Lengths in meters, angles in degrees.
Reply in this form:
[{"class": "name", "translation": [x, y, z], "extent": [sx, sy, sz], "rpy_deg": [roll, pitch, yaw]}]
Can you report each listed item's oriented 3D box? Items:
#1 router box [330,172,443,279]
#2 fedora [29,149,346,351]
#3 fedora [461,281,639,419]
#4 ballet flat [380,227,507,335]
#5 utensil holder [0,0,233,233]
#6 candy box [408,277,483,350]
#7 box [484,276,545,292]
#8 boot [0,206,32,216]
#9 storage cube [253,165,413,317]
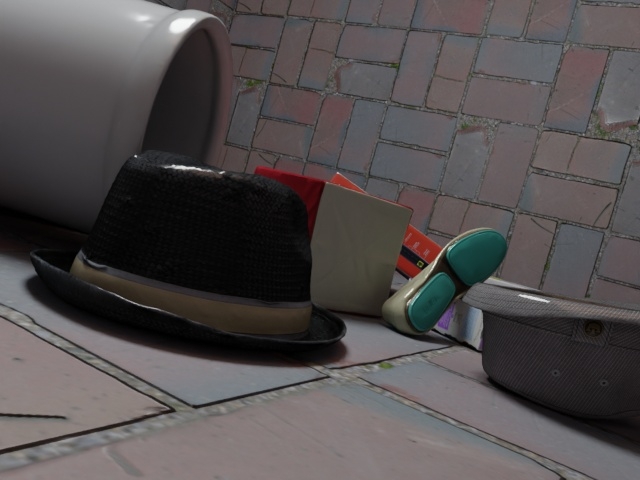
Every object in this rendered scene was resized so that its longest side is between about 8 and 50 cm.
[{"class": "router box", "translation": [0.161, 0.012, 1.280], "extent": [0.301, 0.082, 0.335], "rpy_deg": [38, 1, 17]}, {"class": "fedora", "translation": [-0.108, 0.000, 0.618], "extent": [0.333, 0.153, 0.334], "rpy_deg": [16, 3, -1]}, {"class": "fedora", "translation": [0.296, 0.125, 0.675], "extent": [0.275, 0.125, 0.244], "rpy_deg": [7, 0, 3]}, {"class": "ballet flat", "translation": [0.187, 0.059, 0.917], "extent": [0.248, 0.086, 0.086], "rpy_deg": [-33, 32, -30]}, {"class": "utensil holder", "translation": [-0.354, -0.183, 0.806], "extent": [0.385, 0.328, 0.327], "rpy_deg": [16, 2, 4]}, {"class": "candy box", "translation": [0.258, 0.130, 0.995], "extent": [0.164, 0.070, 0.196], "rpy_deg": [15, 2, -31]}, {"class": "box", "translation": [0.405, 0.144, 1.207], "extent": [0.203, 0.103, 0.114], "rpy_deg": [17, 3, 21]}, {"class": "boot", "translation": [-0.456, -0.081, 1.029], "extent": [0.269, 0.089, 0.236], "rpy_deg": [14, 2, -11]}, {"class": "storage cube", "translation": [0.000, 0.000, 0.945], "extent": [0.214, 0.184, 0.193], "rpy_deg": [14, 3, -37]}]
